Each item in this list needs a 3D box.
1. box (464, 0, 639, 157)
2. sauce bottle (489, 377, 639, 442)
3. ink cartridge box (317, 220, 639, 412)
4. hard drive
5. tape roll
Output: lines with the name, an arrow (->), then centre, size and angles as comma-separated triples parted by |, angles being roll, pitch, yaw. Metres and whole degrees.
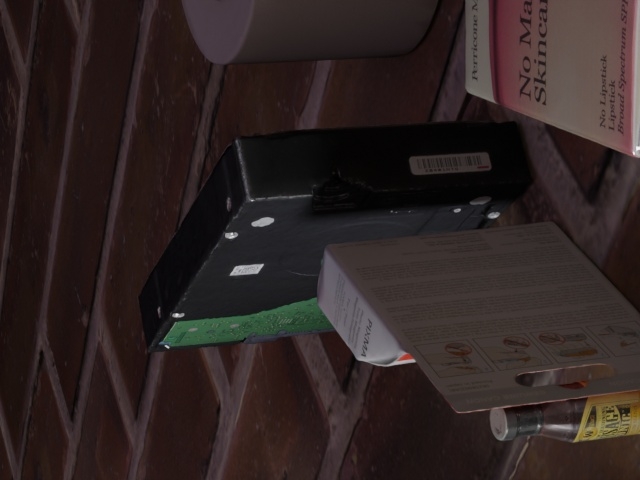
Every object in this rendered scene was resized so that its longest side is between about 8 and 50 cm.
box -> 0.193, -0.146, 1.231 | 0.232, 0.127, 0.148 | -149, 56, -65
sauce bottle -> 0.176, 0.115, 1.334 | 0.042, 0.128, 0.042 | 173, 90, -70
ink cartridge box -> 0.124, 0.067, 1.374 | 0.232, 0.189, 0.066 | -123, 34, -51
hard drive -> 0.000, 0.000, 1.629 | 0.339, 0.237, 0.064 | 125, 136, -61
tape roll -> -0.014, -0.275, 1.700 | 0.246, 0.169, 0.246 | 175, 90, -70
